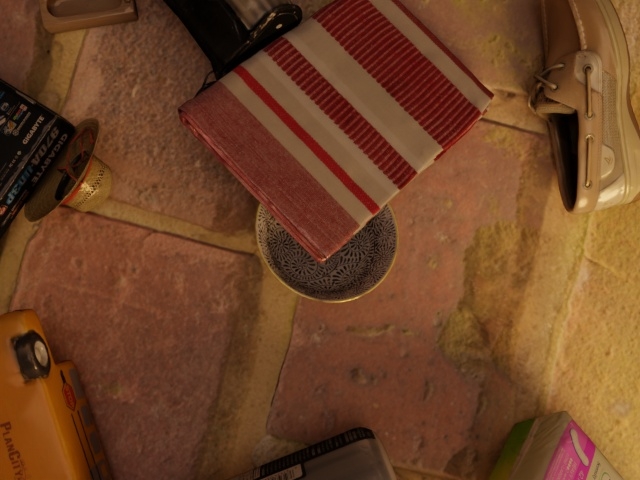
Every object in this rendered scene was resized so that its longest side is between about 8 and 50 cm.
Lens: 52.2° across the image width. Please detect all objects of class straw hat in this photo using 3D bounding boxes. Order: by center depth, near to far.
[{"bbox_3d":[-0.287,-0.071,0.789,0.061,0.144,0.144,36,84,-40],"label":"straw hat"}]

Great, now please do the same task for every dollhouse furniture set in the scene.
[{"bbox_3d":[-0.314,-0.348,0.779,0.144,0.123,0.151,-10,87,-3],"label":"dollhouse furniture set"}]

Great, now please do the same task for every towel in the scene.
[{"bbox_3d":[0.031,-0.157,0.779,0.237,0.037,0.329,47,66,4],"label":"towel"}]

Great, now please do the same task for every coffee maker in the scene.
[{"bbox_3d":[-0.140,-0.287,0.784,0.171,0.120,0.178,-39,88,-4],"label":"coffee maker"}]

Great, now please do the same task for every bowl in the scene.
[{"bbox_3d":[0.000,0.000,0.781,0.170,0.080,0.170,5,71,-14],"label":"bowl"}]

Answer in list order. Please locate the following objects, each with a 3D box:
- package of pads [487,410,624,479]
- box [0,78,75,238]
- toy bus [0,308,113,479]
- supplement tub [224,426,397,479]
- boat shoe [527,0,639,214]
[{"bbox_3d":[0.263,0.361,0.691,0.229,0.101,0.296,50,44,0],"label":"package of pads"},{"bbox_3d":[-0.429,-0.094,0.780,0.175,0.051,0.220,31,85,10],"label":"box"},{"bbox_3d":[-0.313,0.247,0.735,0.108,0.130,0.333,-19,87,-2],"label":"toy bus"},{"bbox_3d":[-0.053,0.346,0.708,0.316,0.193,0.193,-22,87,-3],"label":"supplement tub"},{"bbox_3d":[0.313,-0.183,0.805,0.098,0.109,0.302,-14,92,-4],"label":"boat shoe"}]
